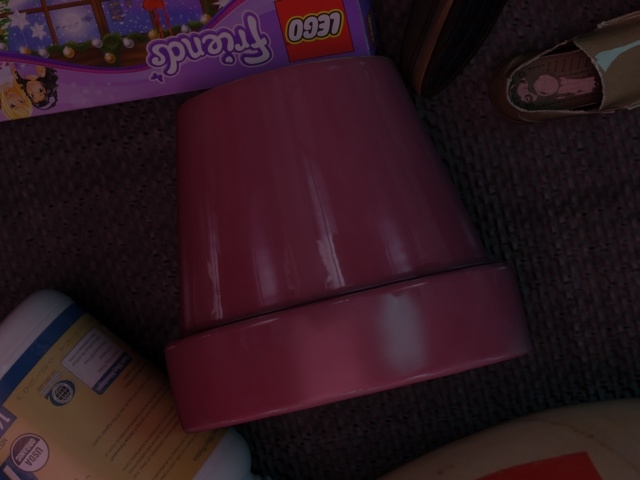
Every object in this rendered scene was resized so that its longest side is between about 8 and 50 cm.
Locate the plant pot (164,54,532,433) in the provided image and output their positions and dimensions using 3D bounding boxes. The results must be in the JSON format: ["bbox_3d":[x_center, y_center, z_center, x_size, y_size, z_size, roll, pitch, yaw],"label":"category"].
[{"bbox_3d":[0.000,0.000,0.985,0.201,0.201,0.180,-15,85,13],"label":"plant pot"}]

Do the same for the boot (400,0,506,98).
[{"bbox_3d":[0.064,-0.196,0.988,0.106,0.082,0.219,28,110,24],"label":"boot"}]

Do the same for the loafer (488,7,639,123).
[{"bbox_3d":[0.166,-0.097,0.993,0.148,0.050,0.056,-20,99,14],"label":"loafer"}]

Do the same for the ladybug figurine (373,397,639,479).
[{"bbox_3d":[0.099,0.271,0.993,0.449,0.162,0.305,-34,119,8],"label":"ladybug figurine"}]

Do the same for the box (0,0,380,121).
[{"bbox_3d":[-0.128,-0.179,1.000,0.293,0.057,0.201,-8,116,12],"label":"box"}]

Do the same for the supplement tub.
[{"bbox_3d":[-0.133,0.141,1.057,0.200,0.144,0.144,38,107,0],"label":"supplement tub"}]
